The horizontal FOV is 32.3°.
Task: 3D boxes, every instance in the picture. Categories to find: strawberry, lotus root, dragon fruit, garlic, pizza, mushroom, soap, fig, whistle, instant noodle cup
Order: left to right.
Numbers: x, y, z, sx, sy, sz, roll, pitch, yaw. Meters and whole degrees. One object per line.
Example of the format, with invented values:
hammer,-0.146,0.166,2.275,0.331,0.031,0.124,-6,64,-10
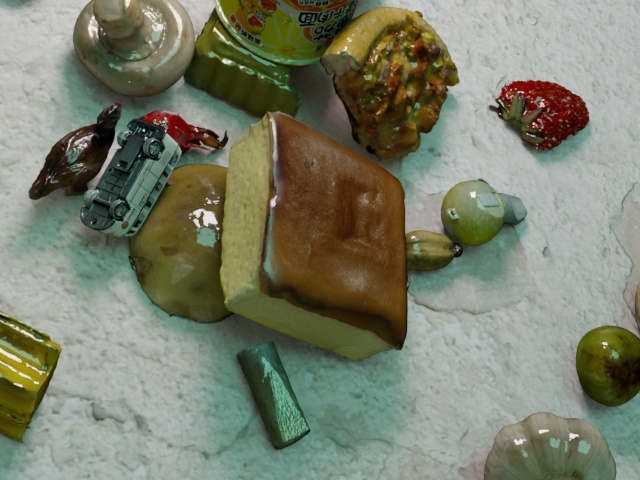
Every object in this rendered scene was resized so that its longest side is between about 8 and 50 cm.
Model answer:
soap,-0.524,0.143,1.531,0.324,0.204,0.096,28,54,-6
mushroom,-0.321,-0.359,1.879,0.206,0.209,0.206,-6,43,5
dragon fruit,-0.245,-0.180,1.882,0.190,0.094,0.094,-11,68,-33
instant noodle cup,-0.035,-0.458,1.890,0.264,0.200,0.264,9,62,-17
pizza,0.133,-0.284,1.989,0.409,0.114,0.278,8,90,-53
lotus root,0.180,0.018,1.951,0.152,0.063,0.072,7,88,-25
whistle,0.297,-0.049,2.023,0.223,0.123,0.123,-5,64,-47
garlic,0.365,0.359,1.800,0.218,0.218,0.212,27,20,-6
strawberry,0.455,-0.277,2.199,0.208,0.087,0.167,-34,78,-33
fig,0.512,0.216,1.939,0.153,0.120,0.136,-43,122,-51

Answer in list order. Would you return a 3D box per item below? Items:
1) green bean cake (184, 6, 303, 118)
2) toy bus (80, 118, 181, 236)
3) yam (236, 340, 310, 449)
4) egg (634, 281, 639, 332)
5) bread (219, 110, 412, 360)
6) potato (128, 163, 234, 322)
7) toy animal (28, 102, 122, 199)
green bean cake,-0.102,-0.354,2.001,0.233,0.124,0.236,25,57,-7
toy bus,-0.299,-0.092,1.756,0.087,0.089,0.194,19,77,36
yam,-0.075,0.239,1.732,0.068,0.068,0.169,-15,69,-27
egg,0.669,0.117,2.015,0.195,0.195,0.233,26,71,-7
bread,0.000,0.000,1.779,0.333,0.143,0.324,25,54,-40
potato,-0.190,-0.023,1.806,0.239,0.116,0.299,18,57,-6
toy animal,-0.383,-0.134,1.737,0.089,0.179,0.188,42,42,-4
